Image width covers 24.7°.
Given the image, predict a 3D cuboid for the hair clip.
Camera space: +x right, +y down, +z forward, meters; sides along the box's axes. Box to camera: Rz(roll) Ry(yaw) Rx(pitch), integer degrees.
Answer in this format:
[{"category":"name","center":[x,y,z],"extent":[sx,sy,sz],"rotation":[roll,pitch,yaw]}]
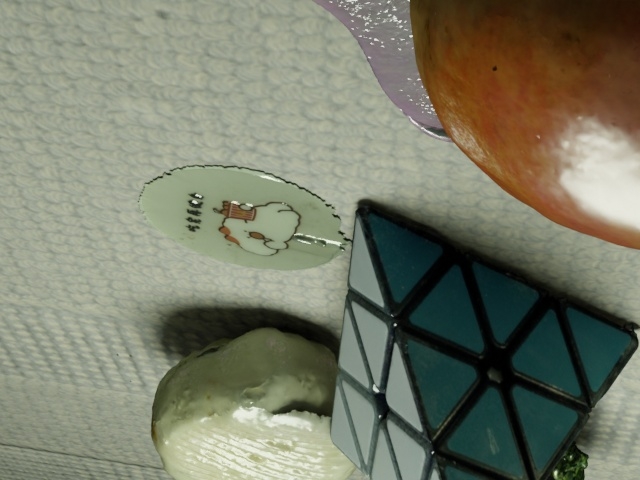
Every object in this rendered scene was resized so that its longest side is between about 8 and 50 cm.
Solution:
[{"category":"hair clip","center":[0.052,-0.148,0.899],"extent":[0.359,0.110,0.095],"rotation":[33,-173,-45]}]

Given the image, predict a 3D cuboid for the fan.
[{"category":"fan","center":[0.000,0.001,1.282],"extent":[0.329,0.009,0.190],"rotation":[13,153,-3]}]

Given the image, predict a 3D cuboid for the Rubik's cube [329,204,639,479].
[{"category":"Rubik's cube","center":[0.115,0.126,1.278],"extent":[0.229,0.233,0.228],"rotation":[27,-177,21]}]

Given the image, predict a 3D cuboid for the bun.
[{"category":"bun","center":[-0.064,0.178,1.518],"extent":[0.239,0.141,0.239],"rotation":[4,144,3]}]

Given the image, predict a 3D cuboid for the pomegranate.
[{"category":"pomegranate","center":[0.169,-0.128,0.716],"extent":[0.252,0.229,0.270],"rotation":[4,146,31]}]

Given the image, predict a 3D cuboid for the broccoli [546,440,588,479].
[{"category":"broccoli","center":[0.182,0.248,1.527],"extent":[0.198,0.176,0.226],"rotation":[-3,166,19]}]
